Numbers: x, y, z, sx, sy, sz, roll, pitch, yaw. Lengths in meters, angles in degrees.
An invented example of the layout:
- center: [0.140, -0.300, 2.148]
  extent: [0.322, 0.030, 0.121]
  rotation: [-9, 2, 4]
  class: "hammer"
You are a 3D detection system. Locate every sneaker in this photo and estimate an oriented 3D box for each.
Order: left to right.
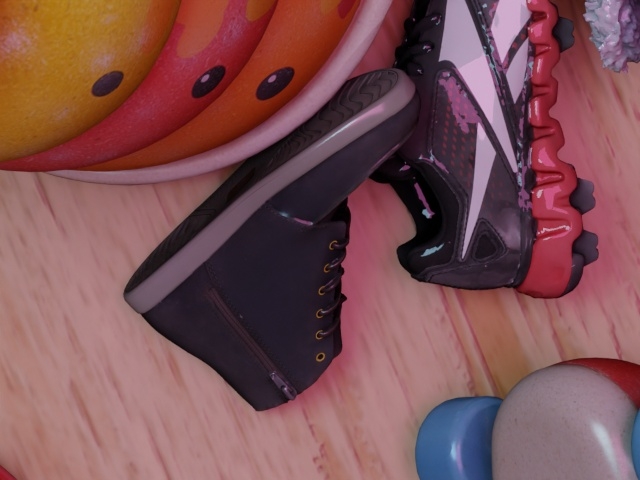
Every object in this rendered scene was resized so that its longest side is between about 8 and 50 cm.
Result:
- center: [0.000, 0.000, 1.123]
  extent: [0.118, 0.083, 0.222]
  rotation: [43, 117, -14]
  class: "sneaker"
- center: [0.081, -0.096, 1.152]
  extent: [0.135, 0.097, 0.276]
  rotation: [-7, 92, -12]
  class: "sneaker"

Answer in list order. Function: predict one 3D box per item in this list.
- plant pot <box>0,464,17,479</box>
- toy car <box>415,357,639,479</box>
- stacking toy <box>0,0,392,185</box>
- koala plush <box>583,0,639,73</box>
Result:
- center: [-0.231, 0.272, 1.021]
  extent: [0.243, 0.275, 0.275]
  rotation: [-37, 95, 3]
  class: "plant pot"
- center: [0.224, 0.157, 1.150]
  extent: [0.238, 0.219, 0.210]
  rotation: [-14, 92, -38]
  class: "toy car"
- center: [-0.158, -0.137, 0.888]
  extent: [0.351, 0.480, 0.350]
  rotation: [4, 109, 10]
  class: "stacking toy"
- center: [0.189, -0.212, 1.058]
  extent: [0.196, 0.203, 0.221]
  rotation: [-26, 116, -3]
  class: "koala plush"
